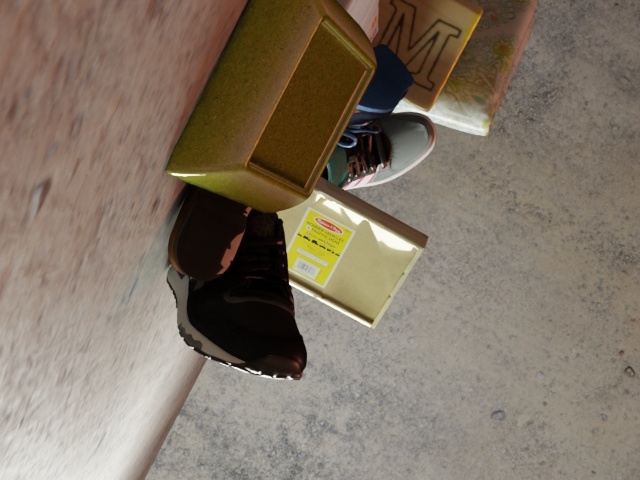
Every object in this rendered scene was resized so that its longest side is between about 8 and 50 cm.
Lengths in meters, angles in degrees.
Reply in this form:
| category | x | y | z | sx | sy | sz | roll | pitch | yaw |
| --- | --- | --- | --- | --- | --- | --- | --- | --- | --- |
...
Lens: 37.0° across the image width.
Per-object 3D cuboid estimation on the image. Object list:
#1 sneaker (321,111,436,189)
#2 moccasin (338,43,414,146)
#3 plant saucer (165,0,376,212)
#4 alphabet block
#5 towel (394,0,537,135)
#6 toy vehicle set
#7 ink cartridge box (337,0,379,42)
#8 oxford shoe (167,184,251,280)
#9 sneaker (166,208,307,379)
| category | x | y | z | sx | sy | sz | roll | pitch | yaw |
| --- | --- | --- | --- | --- | --- | --- | --- | --- | --- |
| sneaker | 0.040 | -0.128 | 1.501 | 0.295 | 0.124 | 0.178 | -20 | -174 | 8 |
| moccasin | 0.049 | -0.203 | 1.402 | 0.117 | 0.138 | 0.342 | -39 | 174 | 24 |
| plant saucer | -0.021 | -0.110 | 0.772 | 0.188 | 0.045 | 0.188 | -62 | 158 | 3 |
| alphabet block | 0.143 | -0.352 | 1.630 | 0.193 | 0.197 | 0.192 | -62 | 180 | 15 |
| towel | 0.226 | -0.383 | 1.861 | 0.090 | 0.320 | 0.374 | 82 | 29 | -53 |
| toy vehicle set | 0.000 | 0.000 | 1.376 | 0.166 | 0.267 | 0.035 | -61 | -179 | 33 |
| ink cartridge box | 0.016 | -0.236 | 1.133 | 0.224 | 0.045 | 0.223 | 96 | 20 | -68 |
| oxford shoe | -0.083 | -0.063 | 0.887 | 0.212 | 0.076 | 0.076 | -59 | -157 | -12 |
| sneaker | -0.078 | 0.027 | 0.913 | 0.283 | 0.107 | 0.124 | 43 | -66 | 60 |
